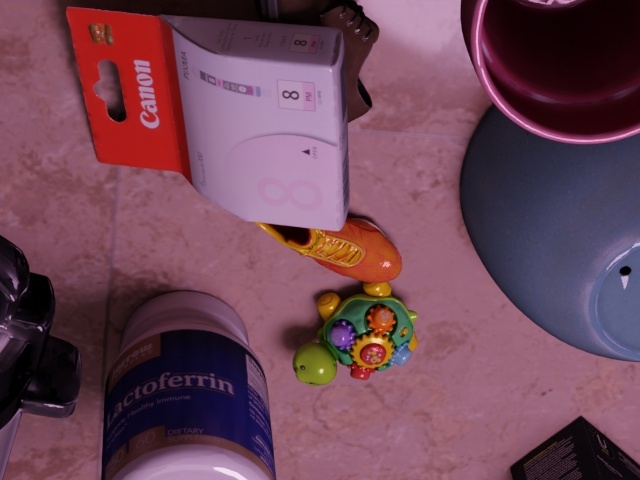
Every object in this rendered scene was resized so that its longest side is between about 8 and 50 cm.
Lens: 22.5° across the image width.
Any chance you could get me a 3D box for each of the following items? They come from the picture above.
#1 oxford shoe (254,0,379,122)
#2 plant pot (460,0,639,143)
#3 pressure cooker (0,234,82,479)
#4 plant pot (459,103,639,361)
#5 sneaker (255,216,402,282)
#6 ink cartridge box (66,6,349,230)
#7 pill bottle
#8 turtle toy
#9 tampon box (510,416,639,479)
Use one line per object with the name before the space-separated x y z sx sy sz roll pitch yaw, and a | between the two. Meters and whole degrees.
oxford shoe | -0.005 -0.190 1.343 0.096 0.082 0.227 -16 136 3
plant pot | 0.205 -0.206 1.286 0.201 0.180 0.201 -2 123 -3
pressure cooker | -0.436 0.123 1.341 0.370 0.375 0.420 -18 138 -48
plant pot | 0.279 -0.005 1.418 0.290 0.195 0.290 -2 124 -3
sneaker | 0.000 0.000 1.473 0.175 0.067 0.064 27 116 -23
ink cartridge box | -0.093 -0.100 1.347 0.232 0.066 0.189 3 138 6
pill bottle | -0.120 0.169 1.456 0.153 0.264 0.153 -3 123 -5
turtle toy | 0.034 0.097 1.540 0.130 0.066 0.095 -23 122 10
tampon box | 0.278 0.286 1.631 0.101 0.161 0.120 -40 117 20
